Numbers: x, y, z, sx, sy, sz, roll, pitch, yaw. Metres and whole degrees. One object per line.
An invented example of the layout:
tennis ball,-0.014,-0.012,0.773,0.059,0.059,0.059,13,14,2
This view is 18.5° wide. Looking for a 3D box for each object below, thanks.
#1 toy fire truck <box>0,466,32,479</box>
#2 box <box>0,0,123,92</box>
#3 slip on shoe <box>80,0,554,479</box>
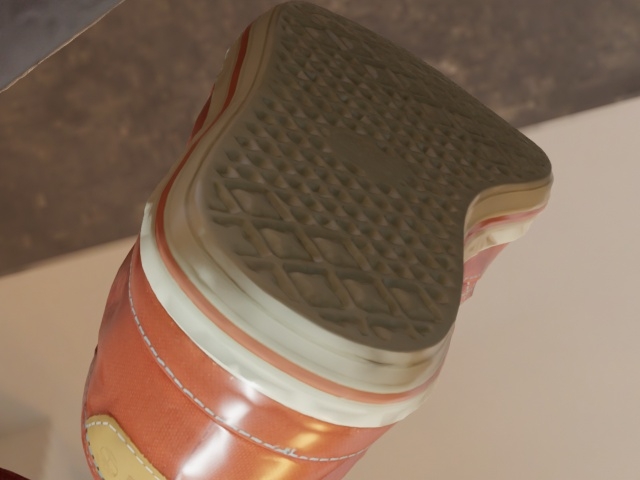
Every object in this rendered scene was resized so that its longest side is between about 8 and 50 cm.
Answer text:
toy fire truck,-0.175,0.214,0.776,0.254,0.169,0.302,33,-131,-50
box,-0.183,-0.218,0.770,0.296,0.294,0.182,31,144,23
slip on shoe,0.000,0.000,0.646,0.123,0.101,0.331,33,-158,-1
